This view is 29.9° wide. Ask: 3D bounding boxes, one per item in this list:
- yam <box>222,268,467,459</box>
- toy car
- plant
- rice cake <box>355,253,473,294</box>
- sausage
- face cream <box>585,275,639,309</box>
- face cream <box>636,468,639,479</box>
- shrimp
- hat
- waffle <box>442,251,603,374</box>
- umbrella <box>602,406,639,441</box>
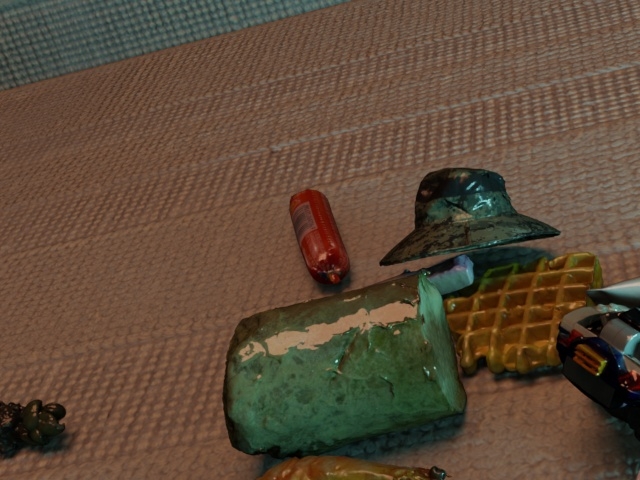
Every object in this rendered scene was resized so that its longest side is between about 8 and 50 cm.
[{"bbox_3d":[0.022,0.163,1.512,0.300,0.195,0.195,-16,27,6],"label":"yam"},{"bbox_3d":[0.402,0.130,1.328,0.301,0.118,0.193,2,23,-34],"label":"toy car"},{"bbox_3d":[-0.437,0.269,1.748,0.174,0.087,0.085,-10,58,27],"label":"plant"},{"bbox_3d":[0.089,0.079,1.726,0.290,0.051,0.081,-21,8,26],"label":"rice cake"},{"bbox_3d":[0.000,0.000,1.963,0.074,0.074,0.274,-19,27,0],"label":"sausage"},{"bbox_3d":[0.499,0.059,1.502,0.314,0.089,0.143,-5,-13,21],"label":"face cream"},{"bbox_3d":[0.469,0.276,1.122,0.345,0.102,0.102,9,38,42],"label":"face cream"},{"bbox_3d":[0.040,0.311,1.385,0.294,0.062,0.154,-10,41,23],"label":"shrimp"},{"bbox_3d":[0.208,-0.043,1.737,0.265,0.128,0.265,-8,0,0],"label":"hat"},{"bbox_3d":[0.259,0.104,1.619,0.219,0.057,0.229,-7,30,26],"label":"waffle"},{"bbox_3d":[0.375,0.204,1.356,0.066,0.059,0.236,-8,24,-14],"label":"umbrella"}]
